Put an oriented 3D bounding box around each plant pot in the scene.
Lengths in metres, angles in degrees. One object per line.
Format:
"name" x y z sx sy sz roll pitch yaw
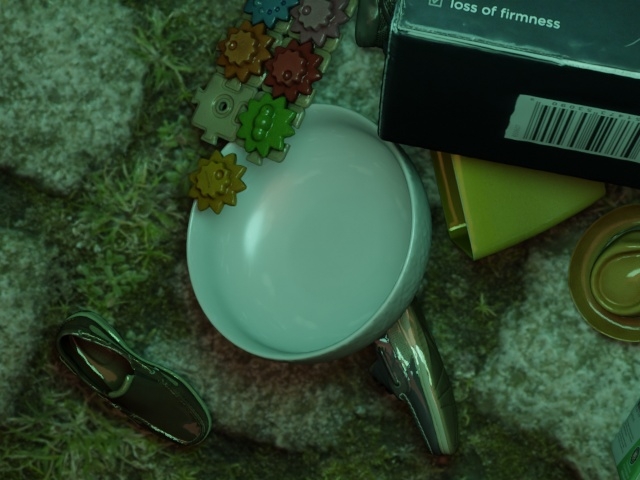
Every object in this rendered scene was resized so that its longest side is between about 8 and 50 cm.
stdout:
"plant pot" 0.248 -0.109 1.868 0.187 0.212 0.212 -13 98 -1

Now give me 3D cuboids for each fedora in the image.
"fedora" 0.414 0.044 1.912 0.194 0.079 0.194 1 94 20

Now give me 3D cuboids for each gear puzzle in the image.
"gear puzzle" -0.093 -0.196 1.903 0.175 0.044 0.339 25 90 29

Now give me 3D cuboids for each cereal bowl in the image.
"cereal bowl" 0.000 0.000 1.910 0.339 0.141 0.339 -7 74 27

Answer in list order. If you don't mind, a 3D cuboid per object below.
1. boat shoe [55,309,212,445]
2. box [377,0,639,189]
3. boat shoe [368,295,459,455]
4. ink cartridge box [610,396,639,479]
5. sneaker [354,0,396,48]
"boat shoe" -0.268 0.205 2.031 0.257 0.095 0.095 36 102 0
"box" 0.342 -0.333 1.661 0.480 0.297 0.472 11 71 3
"boat shoe" 0.109 0.162 1.980 0.092 0.103 0.285 -19 93 15
"ink cartridge box" 0.499 0.208 1.884 0.117 0.201 0.278 28 101 1
"sneaker" 0.120 -0.358 1.892 0.130 0.087 0.227 6 105 3
